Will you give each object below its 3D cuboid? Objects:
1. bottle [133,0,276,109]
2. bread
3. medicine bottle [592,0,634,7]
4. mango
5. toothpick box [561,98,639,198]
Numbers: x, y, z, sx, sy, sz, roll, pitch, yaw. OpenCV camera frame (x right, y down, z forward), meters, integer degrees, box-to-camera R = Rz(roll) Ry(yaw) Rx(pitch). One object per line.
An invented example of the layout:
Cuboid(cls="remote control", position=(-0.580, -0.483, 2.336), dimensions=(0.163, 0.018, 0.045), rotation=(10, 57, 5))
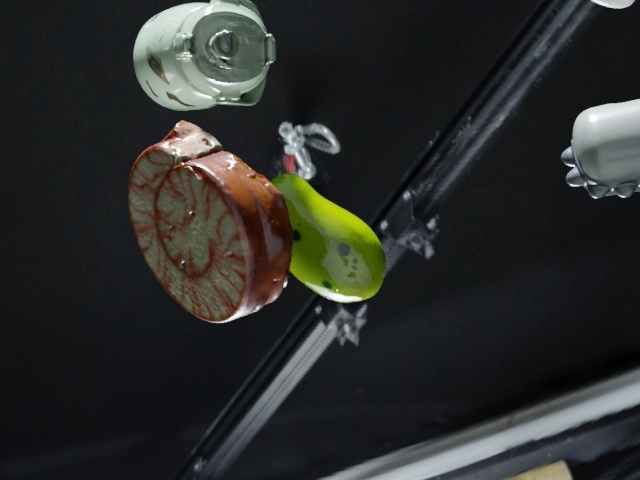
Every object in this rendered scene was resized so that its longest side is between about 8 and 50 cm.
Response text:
Cuboid(cls="bottle", position=(-0.205, -0.359, 1.403), dimensions=(0.229, 0.351, 0.229), rotation=(-4, -82, -29))
Cuboid(cls="bread", position=(-0.187, -0.017, 1.230), dimensions=(0.114, 0.327, 0.295), rotation=(-24, -42, -42))
Cuboid(cls="medicine bottle", position=(0.400, -0.399, 0.925), dimensions=(0.102, 0.103, 0.187), rotation=(8, -41, -14))
Cuboid(cls="mango", position=(0.000, 0.000, 1.397), dimensions=(0.293, 0.143, 0.175), rotation=(45, -59, -6))
Cuboid(cls="toothpick box", position=(0.697, -0.200, 1.616), dimensions=(0.316, 0.229, 0.229), rotation=(-10, -55, 17))
